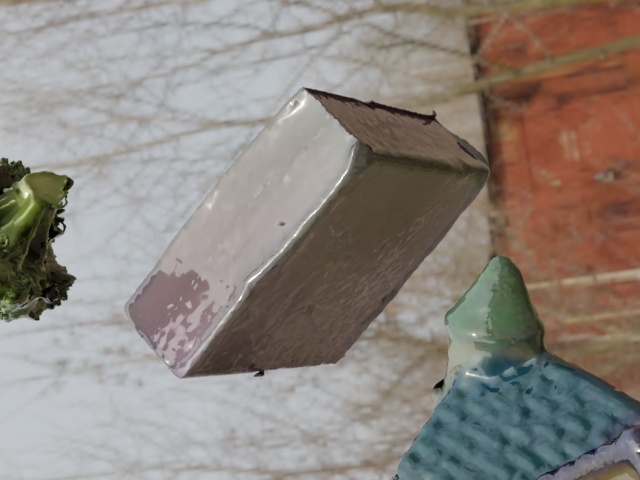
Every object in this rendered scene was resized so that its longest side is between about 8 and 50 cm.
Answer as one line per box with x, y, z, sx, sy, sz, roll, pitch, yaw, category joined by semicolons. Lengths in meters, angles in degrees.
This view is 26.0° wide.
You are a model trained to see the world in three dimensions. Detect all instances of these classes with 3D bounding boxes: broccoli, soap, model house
-0.343;-0.006;1.486;0.226;0.176;0.198;-25;-97;-39;broccoli
0.000;0.000;1.321;0.107;0.285;0.296;48;-161;21;soap
0.168;0.176;0.902;0.245;0.312;0.280;-9;-62;-41;model house
